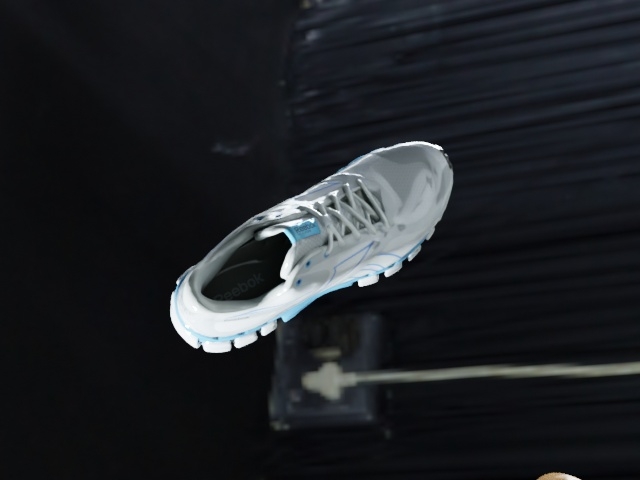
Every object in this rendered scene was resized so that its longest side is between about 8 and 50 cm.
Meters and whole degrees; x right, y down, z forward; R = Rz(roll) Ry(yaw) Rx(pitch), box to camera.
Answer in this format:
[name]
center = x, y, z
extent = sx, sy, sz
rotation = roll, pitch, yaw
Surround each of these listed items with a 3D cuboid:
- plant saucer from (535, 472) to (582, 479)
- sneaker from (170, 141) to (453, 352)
[plant saucer]
center = 0.179, 0.249, 0.917
extent = 0.037, 0.200, 0.200
rotation = -22, -72, -18
[sneaker]
center = 0.000, 0.000, 0.819
extent = 0.071, 0.190, 0.083
rotation = 55, 169, 9
